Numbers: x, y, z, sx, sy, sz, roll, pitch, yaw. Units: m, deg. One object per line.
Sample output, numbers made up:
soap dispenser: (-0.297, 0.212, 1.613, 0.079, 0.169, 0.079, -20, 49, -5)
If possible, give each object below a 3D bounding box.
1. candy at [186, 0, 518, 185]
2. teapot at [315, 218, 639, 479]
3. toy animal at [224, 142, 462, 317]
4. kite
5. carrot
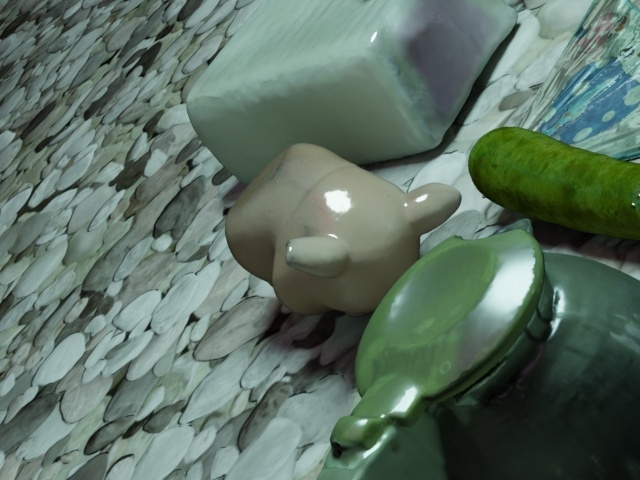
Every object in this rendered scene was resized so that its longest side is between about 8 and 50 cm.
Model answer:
candy: (0.026, -0.192, 1.801, 0.359, 0.145, 0.208, -7, 43, 52)
teapot: (0.108, 0.139, 1.025, 0.321, 0.239, 0.239, -46, 23, -2)
toy animal: (0.005, -0.011, 1.533, 0.166, 0.154, 0.250, -42, 25, -17)
kite: (0.287, -0.160, 1.503, 0.368, 0.014, 0.406, -40, 24, 10)
carrot: (0.233, -0.038, 1.328, 0.074, 0.074, 0.358, -49, 28, -10)
